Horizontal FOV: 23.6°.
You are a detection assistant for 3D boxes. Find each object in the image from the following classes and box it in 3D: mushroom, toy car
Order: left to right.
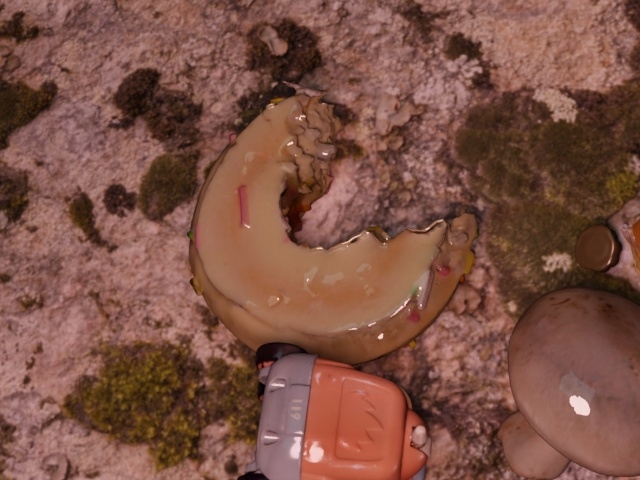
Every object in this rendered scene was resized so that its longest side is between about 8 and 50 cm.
[{"bbox_3d":[0.019,0.239,1.764,0.212,0.270,0.180,7,67,2],"label":"toy car"},{"bbox_3d":[0.300,0.182,1.723,0.243,0.243,0.243,-7,68,17],"label":"mushroom"}]

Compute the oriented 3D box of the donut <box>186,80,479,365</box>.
[{"bbox_3d":[0.001,0.010,1.903,0.307,0.150,0.371,-47,63,-2],"label":"donut"}]

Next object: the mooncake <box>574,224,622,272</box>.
[{"bbox_3d":[0.420,-0.114,1.859,0.347,0.057,0.150,-38,68,1],"label":"mooncake"}]

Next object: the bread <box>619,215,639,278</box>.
[{"bbox_3d":[0.458,0.054,1.755,0.136,0.107,0.241,-30,64,3],"label":"bread"}]
